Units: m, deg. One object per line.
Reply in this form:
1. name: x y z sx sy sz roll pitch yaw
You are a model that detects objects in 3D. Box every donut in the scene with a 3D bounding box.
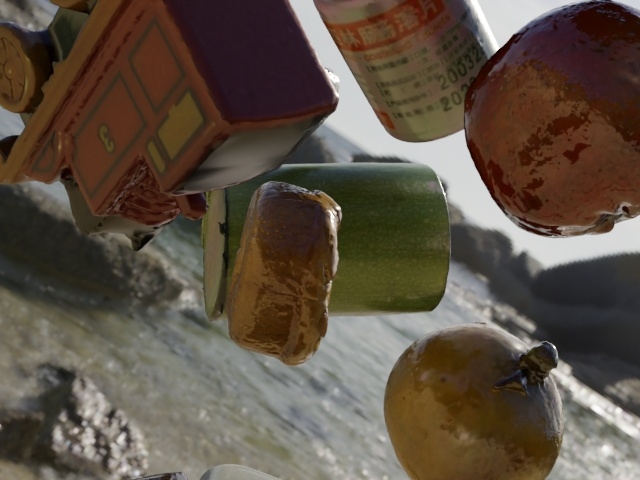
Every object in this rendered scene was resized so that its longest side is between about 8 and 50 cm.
1. donut: -0.044 0.037 1.301 0.114 0.226 0.226 12 9 -7

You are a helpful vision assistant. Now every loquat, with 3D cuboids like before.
1. loquat: 0.281 0.288 1.887 0.328 0.359 0.328 25 37 -21

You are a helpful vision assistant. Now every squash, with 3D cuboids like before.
1. squash: 0.000 0.000 1.804 0.384 0.263 0.263 -1 15 -13

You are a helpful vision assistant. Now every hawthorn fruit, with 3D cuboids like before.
1. hawthorn fruit: 0.295 -0.138 1.226 0.275 0.275 0.299 28 36 -46

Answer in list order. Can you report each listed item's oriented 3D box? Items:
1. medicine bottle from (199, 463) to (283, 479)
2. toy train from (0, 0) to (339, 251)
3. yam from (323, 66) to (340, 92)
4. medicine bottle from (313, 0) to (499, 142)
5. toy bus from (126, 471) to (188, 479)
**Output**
1. medicine bottle: -0.044 0.370 1.143 0.282 0.123 0.375 21 7 -1
2. toy train: -0.127 -0.129 0.848 0.163 0.369 0.231 -15 72 -40
3. yam: -0.026 -0.291 1.864 0.081 0.081 0.357 34 6 10
4. medicine bottle: 0.113 -0.352 1.603 0.388 0.219 0.219 58 -10 -34
5. toy bus: -0.257 0.268 0.896 0.092 0.409 0.093 0 73 -53
